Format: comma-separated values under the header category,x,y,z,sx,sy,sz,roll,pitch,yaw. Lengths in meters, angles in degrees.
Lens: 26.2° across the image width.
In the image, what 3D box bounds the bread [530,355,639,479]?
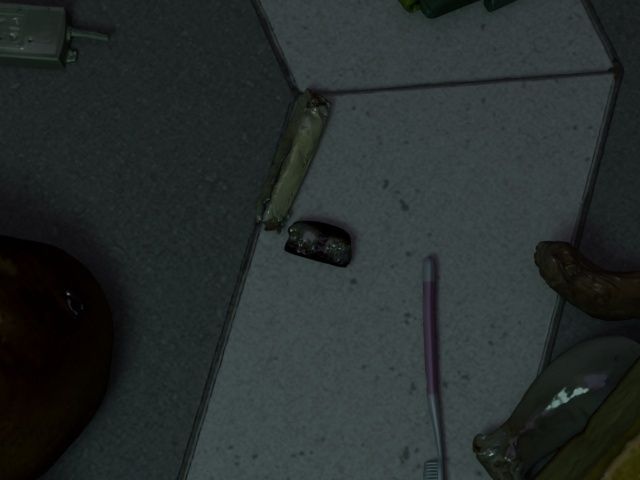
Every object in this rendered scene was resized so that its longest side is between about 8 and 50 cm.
category,x,y,z,sx,sy,sz,roll,pitch,yaw
bread,0.406,0.310,1.487,0.333,0.143,0.323,44,89,-5

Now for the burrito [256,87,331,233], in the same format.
category,x,y,z,sx,sy,sz,roll,pitch,yaw
burrito,-0.035,-0.098,1.681,0.045,0.041,0.185,30,78,-34

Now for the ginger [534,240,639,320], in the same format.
category,x,y,z,sx,sy,sz,roll,pitch,yaw
ginger,0.379,0.074,1.580,0.290,0.122,0.084,19,107,5

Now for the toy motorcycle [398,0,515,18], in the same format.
category,x,y,z,sx,sy,sz,roll,pitch,yaw
toy motorcycle,0.234,-0.390,1.644,0.326,0.200,0.191,-33,79,-5

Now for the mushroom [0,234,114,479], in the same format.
category,x,y,z,sx,sy,sz,roll,pitch,yaw
mushroom,-0.405,0.122,1.582,0.345,0.259,0.345,9,70,-25

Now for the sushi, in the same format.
category,x,y,z,sx,sy,sz,roll,pitch,yaw
sushi,0.000,0.000,1.655,0.083,0.044,0.046,16,81,4

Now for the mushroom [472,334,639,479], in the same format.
category,x,y,z,sx,sy,sz,roll,pitch,yaw
mushroom,0.279,0.194,1.576,0.225,0.093,0.116,-30,99,-8

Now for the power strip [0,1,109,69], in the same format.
category,x,y,z,sx,sy,sz,roll,pitch,yaw
power strip,-0.350,-0.256,1.727,0.175,0.042,0.075,4,78,4

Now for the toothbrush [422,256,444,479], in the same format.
category,x,y,z,sx,sy,sz,roll,pitch,yaw
toothbrush,0.130,0.160,1.628,0.025,0.020,0.286,-3,79,9
